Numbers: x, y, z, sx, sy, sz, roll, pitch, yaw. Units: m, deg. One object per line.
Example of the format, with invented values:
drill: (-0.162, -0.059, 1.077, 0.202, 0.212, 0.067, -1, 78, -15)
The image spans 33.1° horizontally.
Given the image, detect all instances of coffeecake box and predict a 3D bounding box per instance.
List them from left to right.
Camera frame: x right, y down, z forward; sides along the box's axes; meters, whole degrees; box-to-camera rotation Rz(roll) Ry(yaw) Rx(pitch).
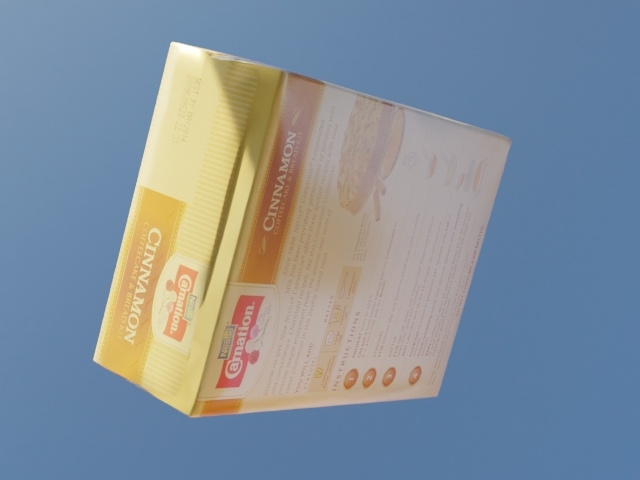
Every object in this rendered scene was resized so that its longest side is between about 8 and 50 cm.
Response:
coffeecake box: (0.000, 0.000, 0.504, 0.068, 0.185, 0.142, 21, -82, 37)
